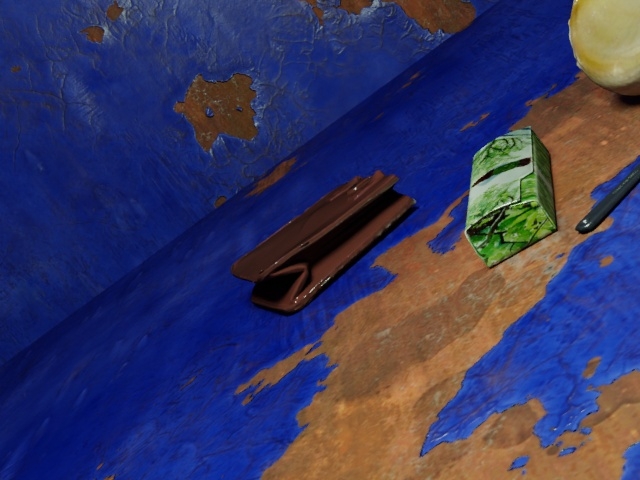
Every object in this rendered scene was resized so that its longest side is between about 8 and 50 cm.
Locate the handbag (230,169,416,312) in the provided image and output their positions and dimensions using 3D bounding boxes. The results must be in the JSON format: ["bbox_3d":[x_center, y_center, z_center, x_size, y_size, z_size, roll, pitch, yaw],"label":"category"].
[{"bbox_3d":[-0.001,-0.001,1.667,0.275,0.084,0.260,-39,10,-12],"label":"handbag"}]

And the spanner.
[{"bbox_3d":[0.346,-0.075,1.145,0.208,0.012,0.046,-43,14,-21],"label":"spanner"}]

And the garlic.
[{"bbox_3d":[0.410,-0.267,1.314,0.146,0.164,0.245,-23,15,-15],"label":"garlic"}]

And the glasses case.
[{"bbox_3d":[0.233,-0.064,1.291,0.095,0.062,0.272,-33,14,20],"label":"glasses case"}]
